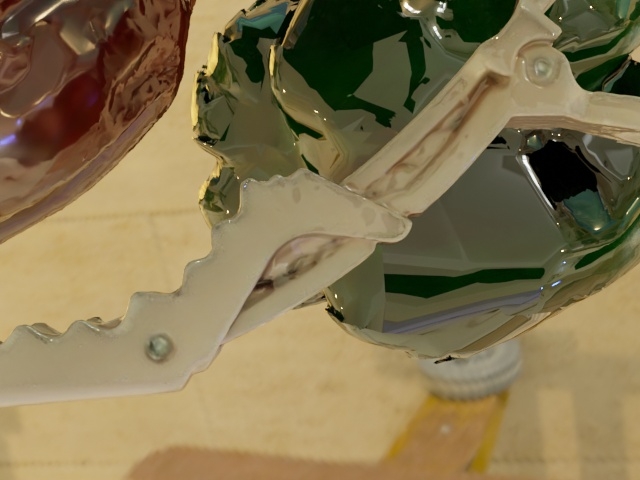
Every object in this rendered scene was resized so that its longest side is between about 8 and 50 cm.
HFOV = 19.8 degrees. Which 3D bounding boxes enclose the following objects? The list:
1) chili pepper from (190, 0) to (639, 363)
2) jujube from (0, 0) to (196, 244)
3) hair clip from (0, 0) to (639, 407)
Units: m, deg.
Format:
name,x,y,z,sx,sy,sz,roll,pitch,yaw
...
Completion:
name,x,y,z,sx,sy,sz,roll,pitch,yaw
chili pepper,0.077,-0.064,0.741,0.165,0.261,0.174,-4,112,55
jujube,-0.108,-0.152,0.568,0.216,0.342,0.216,3,147,2
hair clip,0.000,0.000,0.474,0.226,0.034,0.072,-33,88,-1
